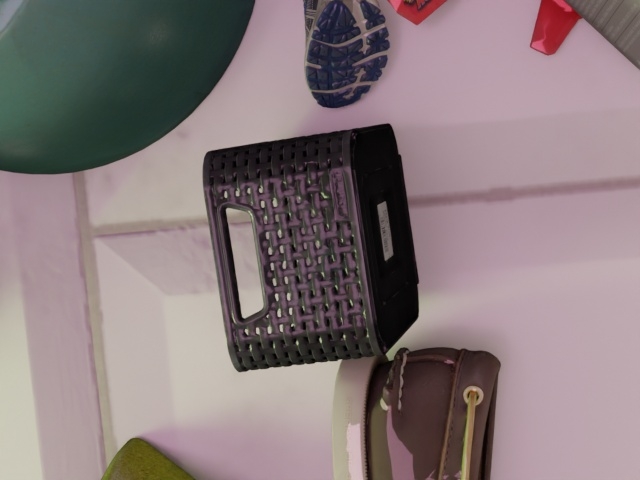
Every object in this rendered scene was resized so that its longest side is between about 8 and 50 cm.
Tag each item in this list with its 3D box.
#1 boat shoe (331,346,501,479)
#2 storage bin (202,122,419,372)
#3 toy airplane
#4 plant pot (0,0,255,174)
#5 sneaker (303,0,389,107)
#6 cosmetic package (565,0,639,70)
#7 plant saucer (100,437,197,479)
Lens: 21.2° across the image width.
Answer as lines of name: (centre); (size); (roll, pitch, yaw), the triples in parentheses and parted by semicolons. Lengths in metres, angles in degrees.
boat shoe: (0.070, 0.226, 1.027); (0.096, 0.116, 0.324); (-4, 89, 14)
storage bin: (0.000, 0.000, 0.983); (0.084, 0.180, 0.122); (-7, 94, 10)
toy airplane: (0.115, -0.174, 1.021); (0.151, 0.028, 0.151); (0, 82, 2)
plant pot: (-0.200, -0.178, 0.977); (0.293, 0.235, 0.293); (1, 95, 10)
sneaker: (0.012, -0.148, 1.038); (0.052, 0.058, 0.135); (-3, 117, -13)
cosmetic package: (0.150, -0.220, 0.963); (0.238, 0.107, 0.127); (42, 83, 1)
plant saucer: (-0.110, 0.242, 1.047); (0.188, 0.045, 0.188); (31, 93, 32)
